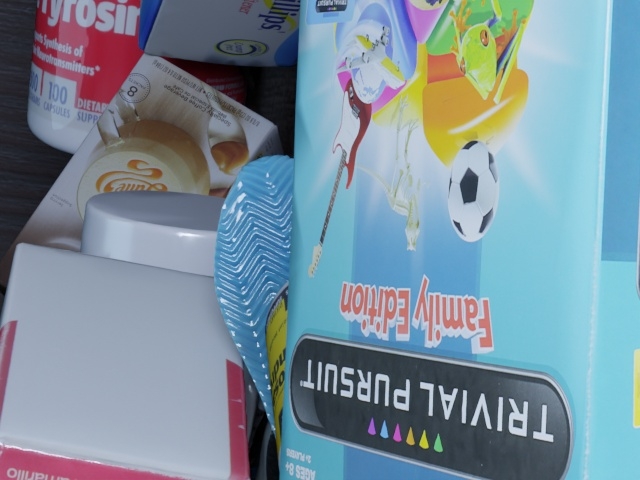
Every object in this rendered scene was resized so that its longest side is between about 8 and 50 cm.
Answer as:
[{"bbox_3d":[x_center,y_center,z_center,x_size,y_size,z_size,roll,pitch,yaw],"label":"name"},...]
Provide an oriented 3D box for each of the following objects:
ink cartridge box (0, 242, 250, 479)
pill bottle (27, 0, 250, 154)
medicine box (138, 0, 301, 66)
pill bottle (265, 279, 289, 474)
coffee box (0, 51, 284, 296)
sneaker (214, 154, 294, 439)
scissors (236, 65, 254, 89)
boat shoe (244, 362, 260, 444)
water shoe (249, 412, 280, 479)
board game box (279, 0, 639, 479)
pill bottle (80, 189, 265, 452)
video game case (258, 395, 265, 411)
[{"bbox_3d":[-0.164,0.237,1.295,0.279,0.160,0.385,-101,23,-65],"label":"ink cartridge box"},{"bbox_3d":[-0.172,-0.295,2.046,0.229,0.229,0.408,-118,34,-72],"label":"pill bottle"},{"bbox_3d":[-0.059,-0.321,1.658,0.263,0.149,0.289,132,143,-74],"label":"medicine box"},{"bbox_3d":[0.025,0.099,1.112,0.184,0.103,0.103,-99,17,-53],"label":"pill bottle"},{"bbox_3d":[-0.157,-0.021,1.750,0.246,0.141,0.098,-58,-11,-12],"label":"coffee box"},{"bbox_3d":[-0.013,0.058,1.255,0.092,0.087,0.229,-104,1,-82],"label":"sneaker"},{"bbox_3d":[-0.104,-0.222,1.915,0.297,0.109,0.021,103,176,-69],"label":"scissors"},{"bbox_3d":[-0.085,0.148,1.454,0.066,0.063,0.184,-81,7,-74],"label":"boat shoe"},{"bbox_3d":[-0.026,0.189,1.477,0.080,0.073,0.203,-91,18,-64],"label":"water shoe"},{"bbox_3d":[0.073,-0.049,0.785,0.254,0.079,0.336,-177,90,-65],"label":"board game box"},{"bbox_3d":[-0.119,0.154,1.586,0.210,0.210,0.363,-130,46,-76],"label":"pill bottle"},{"bbox_3d":[0.000,0.000,1.403,0.173,0.022,0.190,113,171,-45],"label":"video game case"}]
